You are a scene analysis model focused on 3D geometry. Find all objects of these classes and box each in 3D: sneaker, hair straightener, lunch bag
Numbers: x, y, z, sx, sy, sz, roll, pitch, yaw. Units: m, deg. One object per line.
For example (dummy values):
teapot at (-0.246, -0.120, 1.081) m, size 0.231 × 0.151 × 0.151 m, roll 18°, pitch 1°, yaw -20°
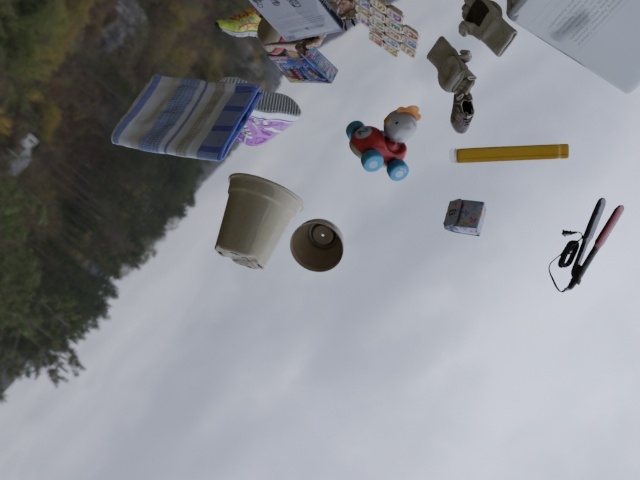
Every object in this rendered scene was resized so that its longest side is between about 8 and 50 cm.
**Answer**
sneaker at (-0.250, -0.717, 1.979) m, size 0.209 × 0.094 × 0.081 m, roll -13°, pitch -141°, yaw -38°
hair straightener at (0.571, 0.010, 1.333) m, size 0.089 × 0.047 × 0.230 m, roll 36°, pitch -65°, yaw 37°
sneaker at (0.477, -0.419, 2.023) m, size 0.066 × 0.188 × 0.071 m, roll -23°, pitch -131°, yaw -4°
lunch bag at (0.320, -0.053, 1.354) m, size 0.083 × 0.053 × 0.071 m, roll 10°, pitch -111°, yaw 29°
sneaker at (-0.183, -0.296, 1.484) m, size 0.161 × 0.102 × 0.282 m, roll -35°, pitch 157°, yaw 28°

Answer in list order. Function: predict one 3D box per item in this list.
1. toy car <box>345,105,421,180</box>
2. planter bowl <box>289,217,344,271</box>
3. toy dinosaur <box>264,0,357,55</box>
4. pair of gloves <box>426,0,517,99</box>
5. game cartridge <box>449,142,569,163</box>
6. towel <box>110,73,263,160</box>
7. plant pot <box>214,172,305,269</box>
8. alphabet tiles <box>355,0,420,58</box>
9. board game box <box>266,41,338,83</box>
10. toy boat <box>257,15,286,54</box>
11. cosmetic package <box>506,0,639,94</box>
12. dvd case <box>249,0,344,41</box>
toy car at (0.233, -0.366, 2.030) m, size 0.238 × 0.210 × 0.219 m, roll -55°, pitch -145°, yaw 30°
planter bowl at (0.000, 0.000, 1.823) m, size 0.162 × 0.162 × 0.109 m, roll -36°, pitch -169°, yaw 25°
toy dinosaur at (-0.004, -0.587, 1.639) m, size 0.296 × 0.127 × 0.200 m, roll -38°, pitch -172°, yaw 14°
pair of gloves at (0.371, -0.498, 1.547) m, size 0.240 × 0.042 × 0.204 m, roll -50°, pitch -132°, yaw 41°
game cartridge at (0.514, -0.242, 1.701) m, size 0.286 × 0.052 × 0.323 m, roll -1°, pitch -170°, yaw 9°
towel at (-0.283, -0.264, 1.268) m, size 0.285 × 0.034 × 0.209 m, roll 12°, pitch -120°, yaw 23°
plant pot at (-0.269, -0.059, 2.437) m, size 0.334 × 0.334 × 0.305 m, roll -9°, pitch -123°, yaw 61°
alphabet tiles at (0.233, -0.763, 2.169) m, size 0.021 × 0.278 × 0.284 m, roll -52°, pitch 170°, yaw -7°
board game box at (-0.072, -0.603, 2.003) m, size 0.194 × 0.194 × 0.060 m, roll 13°, pitch -109°, yaw 38°
toy boat at (-0.079, -0.658, 1.805) m, size 0.231 × 0.151 × 0.151 m, roll -58°, pitch -144°, yaw 29°
cosmetic package at (0.716, -0.650, 1.495) m, size 0.327 × 0.394 × 0.329 m, roll -51°, pitch -163°, yaw 45°
dvd case at (-0.078, -0.557, 1.401) m, size 0.179 × 0.239 × 0.029 m, roll 5°, pitch -110°, yaw 37°
